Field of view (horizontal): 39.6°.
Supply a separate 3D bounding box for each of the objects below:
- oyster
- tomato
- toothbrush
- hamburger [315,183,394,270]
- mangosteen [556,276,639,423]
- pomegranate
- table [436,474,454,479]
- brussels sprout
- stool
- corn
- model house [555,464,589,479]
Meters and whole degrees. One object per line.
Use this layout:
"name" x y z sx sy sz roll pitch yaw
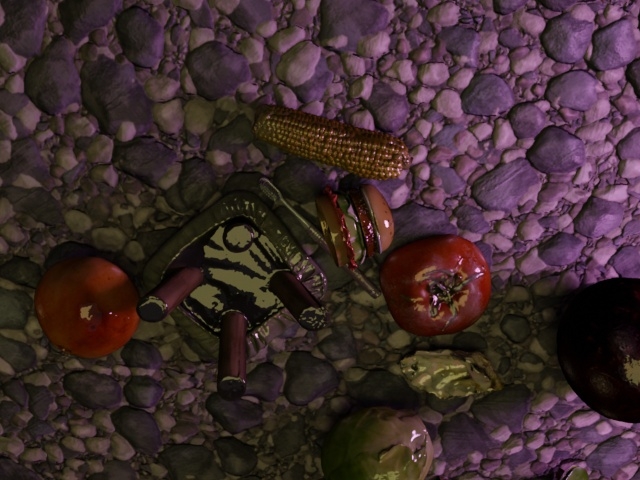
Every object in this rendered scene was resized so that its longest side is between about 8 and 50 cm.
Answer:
"oyster" 0.278 0.273 1.909 0.209 0.072 0.133 -6 118 21
"tomato" 0.238 0.100 1.827 0.236 0.095 0.237 -1 109 -2
"toothbrush" 0.000 0.000 1.814 0.024 0.029 0.354 -38 108 24
"hamburger" 0.073 -0.033 1.738 0.137 0.175 0.175 -16 110 -4
"mangosteen" 0.605 0.221 1.792 0.293 0.297 0.297 -19 115 45
"pomegranate" -0.456 0.129 1.748 0.209 0.209 0.209 -1 110 -2
"table" 0.297 0.595 2.020 0.082 0.070 0.083 17 107 -12
"brussels sprout" 0.120 0.465 1.889 0.244 0.244 0.244 -1 110 -2
"stool" -0.172 0.109 1.744 0.310 0.226 0.310 -39 105 11
"corn" 0.025 -0.189 1.719 0.320 0.097 0.097 16 108 -6
"model house" 0.531 0.650 2.032 0.207 0.154 0.294 -48 121 -31
